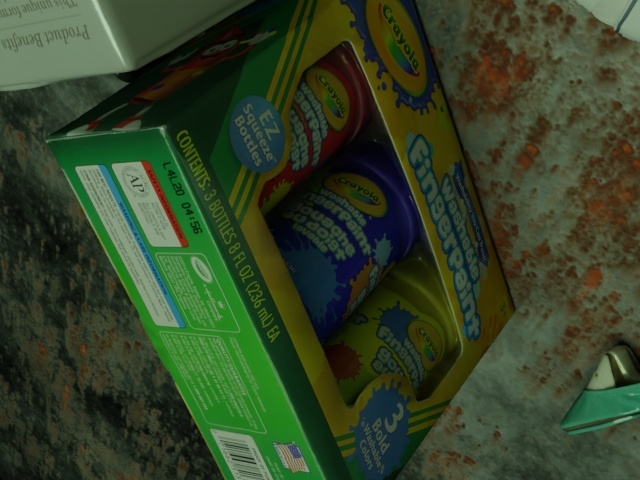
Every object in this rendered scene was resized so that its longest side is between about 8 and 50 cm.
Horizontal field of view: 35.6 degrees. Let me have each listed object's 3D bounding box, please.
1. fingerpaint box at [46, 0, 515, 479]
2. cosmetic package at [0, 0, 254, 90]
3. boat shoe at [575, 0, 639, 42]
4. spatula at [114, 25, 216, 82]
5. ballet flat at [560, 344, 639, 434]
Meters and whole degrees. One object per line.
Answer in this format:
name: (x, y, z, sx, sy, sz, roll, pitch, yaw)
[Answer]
fingerpaint box: (0.000, 0.000, 1.004, 0.163, 0.371, 0.444, 0, 122, 40)
cosmetic package: (-0.251, -0.383, 0.928, 0.330, 0.327, 0.393, 2, 123, 39)
boat shoe: (0.270, -0.269, 0.768, 0.084, 0.095, 0.258, 31, 137, 10)
spatula: (-0.147, -0.199, 1.042, 0.030, 0.296, 0.084, -40, 95, 26)
ballet flat: (0.353, 0.147, 1.072, 0.247, 0.083, 0.087, -26, 80, 48)
